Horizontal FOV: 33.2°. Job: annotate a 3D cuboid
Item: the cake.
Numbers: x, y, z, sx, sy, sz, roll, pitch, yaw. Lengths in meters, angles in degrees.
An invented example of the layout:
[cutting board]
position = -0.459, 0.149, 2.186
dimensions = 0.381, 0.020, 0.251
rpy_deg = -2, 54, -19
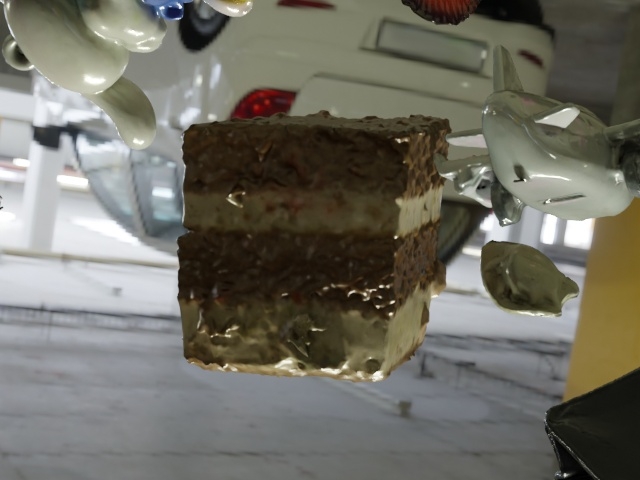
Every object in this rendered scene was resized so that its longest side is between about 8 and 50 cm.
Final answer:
[cake]
position = 0.000, 0.000, 1.203
dimensions = 0.256, 0.290, 0.282
rpy_deg = 3, -173, 17

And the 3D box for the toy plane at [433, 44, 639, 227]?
[toy plane]
position = 0.223, -0.086, 1.016
dimensions = 0.252, 0.118, 0.252
rpy_deg = 2, 162, 1

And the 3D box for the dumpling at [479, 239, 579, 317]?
[dumpling]
position = 0.382, 0.079, 2.011
dimensions = 0.199, 0.136, 0.118
rpy_deg = 24, 150, 11

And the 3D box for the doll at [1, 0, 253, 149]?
[doll]
position = -0.266, -0.329, 1.335
dimensions = 0.366, 0.187, 0.376
rpy_deg = -35, 134, 27

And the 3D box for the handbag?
[handbag]
position = 0.480, 0.279, 1.342
dimensions = 0.303, 0.122, 0.329
rpy_deg = -21, -155, -14

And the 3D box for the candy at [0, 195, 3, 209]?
[candy]
position = -0.389, -0.032, 1.025
dimensions = 0.160, 0.073, 0.092
rpy_deg = -35, -146, -15

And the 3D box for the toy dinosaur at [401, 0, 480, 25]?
[toy dinosaur]
position = 0.099, -0.321, 1.234
dimensions = 0.286, 0.139, 0.070
rpy_deg = 11, 169, -21
